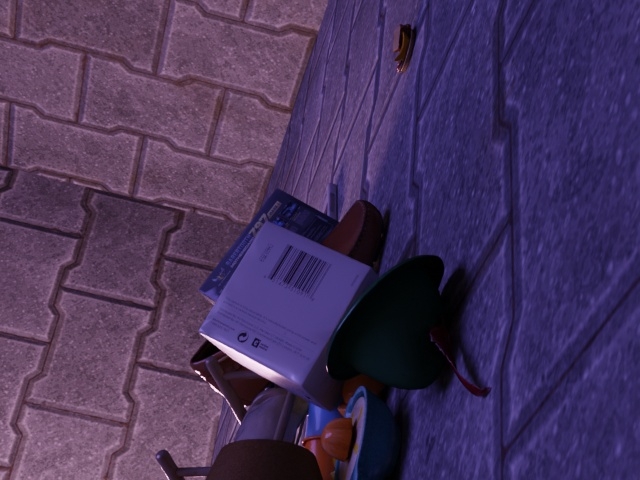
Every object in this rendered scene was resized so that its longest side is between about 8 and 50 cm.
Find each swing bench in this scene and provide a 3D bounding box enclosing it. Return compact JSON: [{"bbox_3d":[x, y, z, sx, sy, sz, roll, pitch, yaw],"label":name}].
[{"bbox_3d":[-0.094,0.328,1.593,0.253,0.165,0.255,-70,-27,-62],"label":"swing bench"}]

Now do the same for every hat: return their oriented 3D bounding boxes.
[{"bbox_3d":[0.123,0.135,1.195,0.208,0.183,0.173,-14,-44,-50],"label":"hat"}]

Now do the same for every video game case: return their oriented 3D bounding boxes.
[{"bbox_3d":[0.000,0.000,2.385,0.173,0.022,0.190,-88,15,-60],"label":"video game case"}]

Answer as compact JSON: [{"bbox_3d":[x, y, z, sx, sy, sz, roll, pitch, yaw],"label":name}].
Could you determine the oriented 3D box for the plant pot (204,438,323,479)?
[{"bbox_3d":[-0.073,0.369,1.313,0.237,0.237,0.254,115,161,-57],"label":"plant pot"}]

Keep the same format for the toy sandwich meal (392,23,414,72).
[{"bbox_3d":[0.135,-0.324,1.915,0.085,0.029,0.085,-166,90,-83],"label":"toy sandwich meal"}]

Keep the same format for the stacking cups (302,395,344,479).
[{"bbox_3d":[0.016,0.243,1.537,0.096,0.096,0.316,116,165,-60],"label":"stacking cups"}]

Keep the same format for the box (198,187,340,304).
[{"bbox_3d":[-0.070,0.044,1.945,0.233,0.183,0.059,-53,-34,-11],"label":"box"}]

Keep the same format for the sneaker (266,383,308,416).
[{"bbox_3d":[-0.042,0.209,1.902,0.262,0.125,0.104,-112,37,-78],"label":"sneaker"}]

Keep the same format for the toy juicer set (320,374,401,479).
[{"bbox_3d":[0.035,0.262,1.368,0.209,0.089,0.329,113,168,-51],"label":"toy juicer set"}]

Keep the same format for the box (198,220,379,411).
[{"bbox_3d":[-0.029,0.099,1.514,0.182,0.181,0.119,-59,-31,-12],"label":"box"}]

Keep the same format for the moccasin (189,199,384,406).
[{"bbox_3d":[-0.051,0.081,1.769,0.380,0.147,0.139,-45,21,12],"label":"moccasin"}]
